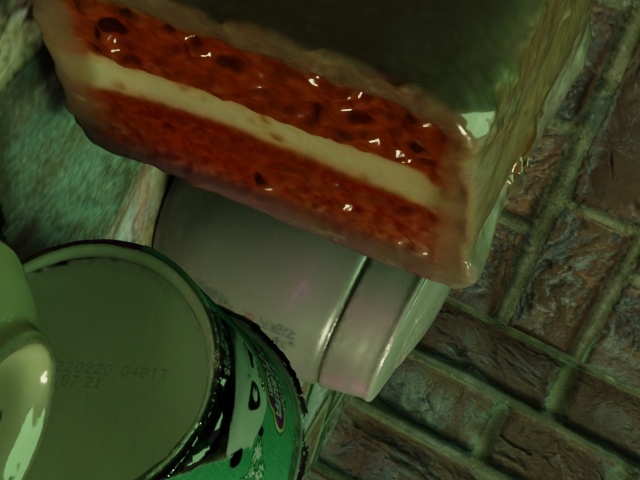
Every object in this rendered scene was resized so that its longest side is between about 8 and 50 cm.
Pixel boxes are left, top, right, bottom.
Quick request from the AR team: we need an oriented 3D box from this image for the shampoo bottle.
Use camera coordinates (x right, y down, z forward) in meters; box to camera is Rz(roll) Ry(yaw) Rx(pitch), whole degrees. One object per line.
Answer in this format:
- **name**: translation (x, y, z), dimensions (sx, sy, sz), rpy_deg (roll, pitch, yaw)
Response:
- **shampoo bottle**: translation (0.000, 0.000, 1.227), dimensions (0.273, 0.266, 0.273), rpy_deg (-61, 171, -17)

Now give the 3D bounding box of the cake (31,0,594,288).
- **cake**: translation (0.002, -0.145, 0.779), dimensions (0.237, 0.308, 0.230), rpy_deg (87, 26, -61)

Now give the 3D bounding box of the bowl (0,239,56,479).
- **bowl**: translation (-0.221, 0.085, 0.646), dimensions (0.238, 0.126, 0.238), rpy_deg (20, 90, -79)

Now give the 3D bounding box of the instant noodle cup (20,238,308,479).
- **instant noodle cup**: translation (-0.145, 0.122, 0.921), dimensions (0.251, 0.251, 0.190), rpy_deg (-61, 161, -18)
